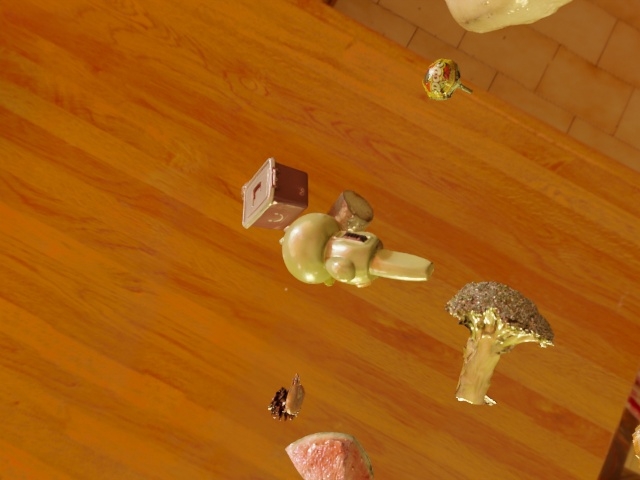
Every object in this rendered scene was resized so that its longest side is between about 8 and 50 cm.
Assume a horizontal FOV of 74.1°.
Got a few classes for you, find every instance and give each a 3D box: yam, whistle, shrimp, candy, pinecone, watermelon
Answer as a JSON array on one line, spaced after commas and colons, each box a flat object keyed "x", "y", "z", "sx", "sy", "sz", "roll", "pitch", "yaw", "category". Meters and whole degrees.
[{"x": 0.081, "y": -0.055, "z": 1.599, "sx": 0.161, "sy": 0.268, "sz": 0.161, "roll": 19, "pitch": 44, "yaw": -19, "category": "yam"}, {"x": 0.048, "y": 0.040, "z": 0.766, "sx": 0.294, "sy": 0.141, "sz": 0.141, "roll": 24, "pitch": 81, "yaw": 23, "category": "whistle"}, {"x": -0.057, "y": 0.379, "z": 1.054, "sx": 0.059, "sy": 0.023, "sz": 0.108, "roll": 6, "pitch": 101, "yaw": -45, "category": "shrimp"}, {"x": 0.344, "y": -0.393, "z": 1.086, "sx": 0.083, "sy": 0.305, "sz": 0.091, "roll": 24, "pitch": 111, "yaw": 28, "category": "candy"}, {"x": -0.140, "y": 0.670, "z": 1.730, "sx": 0.120, "sy": 0.140, "sz": 0.140, "roll": 34, "pitch": 81, "yaw": 20, "category": "pinecone"}, {"x": 0.084, "y": 0.790, "z": 1.398, "sx": 0.222, "sy": 0.319, "sz": 0.292, "roll": -41, "pitch": 127, "yaw": -15, "category": "watermelon"}]

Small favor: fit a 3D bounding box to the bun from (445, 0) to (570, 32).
[{"x": 0.366, "y": -0.564, "z": 0.772, "sx": 0.234, "sy": 0.362, "sz": 0.326, "roll": -12, "pitch": 117, "yaw": -11, "category": "bun"}]

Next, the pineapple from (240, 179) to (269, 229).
[{"x": -0.262, "y": -0.156, "z": 1.859, "sx": 0.128, "sy": 0.128, "sz": 0.248, "roll": -27, "pitch": 51, "yaw": -7, "category": "pineapple"}]

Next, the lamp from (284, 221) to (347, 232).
[{"x": 0.000, "y": -0.002, "z": 1.298, "sx": 0.179, "sy": 0.246, "sz": 0.108, "roll": -7, "pitch": 62, "yaw": 17, "category": "lamp"}]

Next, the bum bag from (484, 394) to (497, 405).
[{"x": 0.710, "y": 0.686, "z": 1.914, "sx": 0.159, "sy": 0.109, "sz": 0.026, "roll": 35, "pitch": 67, "yaw": 13, "category": "bum bag"}]

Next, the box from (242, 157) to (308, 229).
[{"x": -0.171, "y": -0.161, "z": 1.607, "sx": 0.167, "sy": 0.294, "sz": 0.193, "roll": 9, "pitch": 66, "yaw": -28, "category": "box"}]

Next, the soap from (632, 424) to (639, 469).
[{"x": 0.741, "y": 0.396, "z": 0.824, "sx": 0.160, "sy": 0.080, "sz": 0.258, "roll": 49, "pitch": 125, "yaw": 32, "category": "soap"}]

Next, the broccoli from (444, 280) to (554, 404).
[{"x": 0.477, "y": 0.292, "z": 1.162, "sx": 0.252, "sy": 0.221, "sz": 0.362, "roll": -12, "pitch": 114, "yaw": -4, "category": "broccoli"}]
